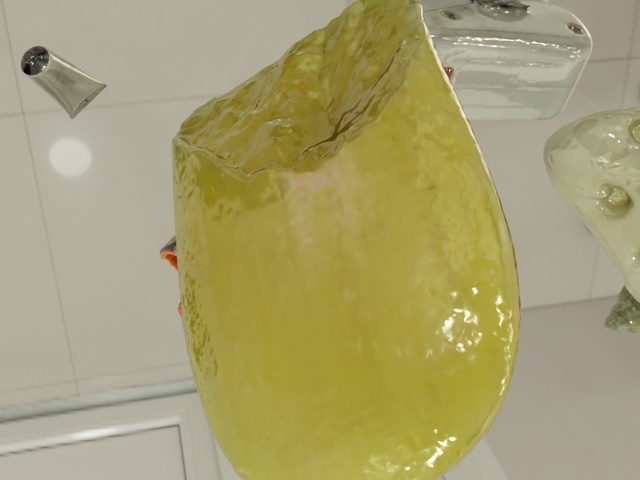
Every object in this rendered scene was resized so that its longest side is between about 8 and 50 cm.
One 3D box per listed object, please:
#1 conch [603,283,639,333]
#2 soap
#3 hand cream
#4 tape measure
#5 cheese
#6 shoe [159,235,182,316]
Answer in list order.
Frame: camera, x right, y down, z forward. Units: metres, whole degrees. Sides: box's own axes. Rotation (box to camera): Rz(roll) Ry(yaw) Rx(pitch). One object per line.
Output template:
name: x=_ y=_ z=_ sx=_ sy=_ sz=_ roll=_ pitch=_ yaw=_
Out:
conch: x=0.562 y=0.060 z=1.292 sx=0.386 sy=0.203 sz=0.170 roll=-15 pitch=143 yaw=-36
soap: x=-0.002 y=-0.001 z=0.694 sx=0.306 sy=0.428 sz=0.115 roll=-26 pitch=152 yaw=24
hand cream: x=-0.435 y=-0.269 z=1.422 sx=0.087 sy=0.054 sz=0.186 roll=-44 pitch=159 yaw=1
tape measure: x=0.159 y=-0.237 z=0.974 sx=0.258 sy=0.265 sz=0.130 roll=-5 pitch=134 yaw=-25
cheese: x=0.416 y=-0.087 z=1.059 sx=0.251 sy=0.248 sz=0.174 roll=43 pitch=140 yaw=1
shoe: x=-0.214 y=-0.003 z=1.524 sx=0.171 sy=0.132 sz=0.337 roll=6 pitch=81 yaw=-47
